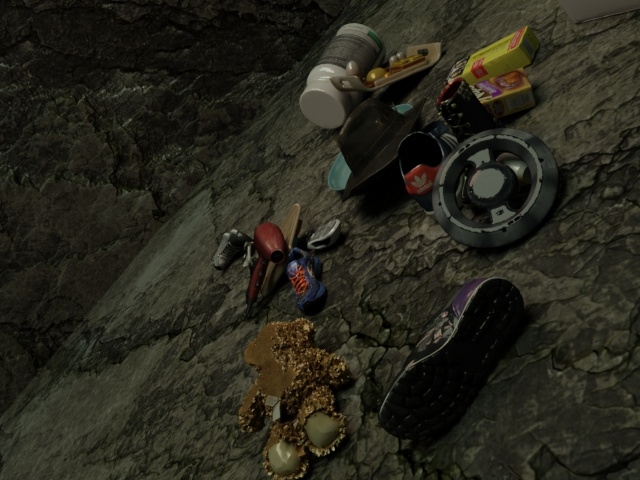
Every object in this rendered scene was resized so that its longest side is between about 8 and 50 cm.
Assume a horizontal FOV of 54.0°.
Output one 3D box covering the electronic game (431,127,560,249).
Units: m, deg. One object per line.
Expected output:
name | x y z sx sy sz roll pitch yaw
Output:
electronic game | 0.306 -0.094 1.116 0.229 0.048 0.230 -14 64 31

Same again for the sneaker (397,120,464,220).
sneaker | 0.237 -0.199 1.376 0.131 0.148 0.350 -37 25 25

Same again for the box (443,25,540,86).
box | 0.418 -0.435 1.549 0.232 0.058 0.087 -14 39 53

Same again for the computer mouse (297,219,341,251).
computer mouse | 0.000 0.000 1.624 0.193 0.042 0.106 -23 28 56

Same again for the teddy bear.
teddy bear | -0.046 0.293 1.179 0.245 0.113 0.338 -56 30 0

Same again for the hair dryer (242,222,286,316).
hair dryer | -0.142 0.065 1.633 0.293 0.080 0.224 130 140 -62

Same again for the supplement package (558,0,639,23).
supplement package | 0.600 -0.587 1.279 0.145 0.204 0.262 -52 23 -9

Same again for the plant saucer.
plant saucer | 0.149 -0.250 1.754 0.317 0.043 0.318 -38 25 22

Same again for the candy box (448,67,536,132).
candy box | 0.363 -0.306 1.373 0.186 0.053 0.109 -18 32 18

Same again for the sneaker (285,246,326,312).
sneaker | -0.046 0.092 1.494 0.083 0.087 0.221 -43 23 14

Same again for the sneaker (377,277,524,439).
sneaker | 0.189 0.177 0.959 0.283 0.107 0.124 -47 8 -8

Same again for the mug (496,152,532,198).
mug | 0.364 -0.120 1.161 0.062 0.078 0.064 -21 23 -23

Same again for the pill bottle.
pill bottle | 0.077 -0.571 2.189 0.204 0.204 0.361 -19 36 49

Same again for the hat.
hat | 0.113 -0.258 1.533 0.331 0.134 0.331 -47 11 12

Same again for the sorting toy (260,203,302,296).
sorting toy | -0.100 0.027 1.708 0.193 0.038 0.208 -57 18 37

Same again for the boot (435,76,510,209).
boot | 0.286 -0.193 1.237 0.085 0.178 0.236 -20 34 49

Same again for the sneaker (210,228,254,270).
sneaker | -0.293 0.040 2.044 0.132 0.086 0.228 -60 15 -14

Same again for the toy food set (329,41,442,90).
toy food set | 0.201 -0.548 1.959 0.306 0.093 0.219 -26 20 -14
